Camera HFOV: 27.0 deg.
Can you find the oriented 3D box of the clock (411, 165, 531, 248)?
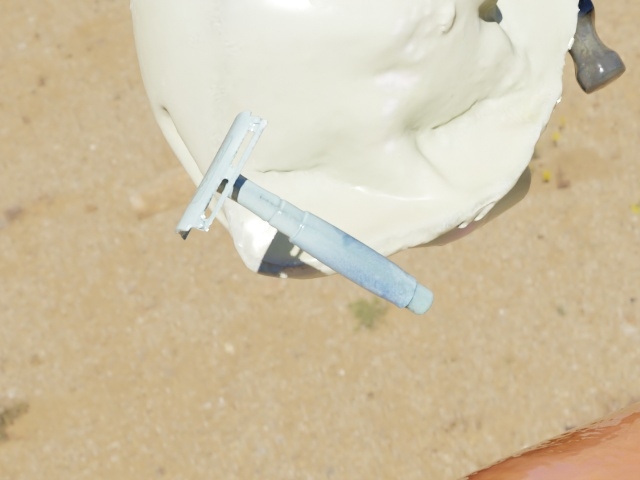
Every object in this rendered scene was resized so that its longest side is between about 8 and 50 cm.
[{"bbox_3d":[0.036,-0.151,1.197,0.108,0.324,0.265,-28,15,-32],"label":"clock"}]

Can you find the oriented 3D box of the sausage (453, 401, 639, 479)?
[{"bbox_3d":[0.105,0.139,0.569,0.259,0.114,0.113,-15,27,-37],"label":"sausage"}]

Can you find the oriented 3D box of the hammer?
[{"bbox_3d":[0.162,-0.144,1.241,0.044,0.168,0.440,-26,-10,-12],"label":"hammer"}]

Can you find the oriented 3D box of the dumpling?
[{"bbox_3d":[0.025,-0.177,0.909,0.315,0.395,0.233,-9,-10,-22],"label":"dumpling"}]

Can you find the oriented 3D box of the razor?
[{"bbox_3d":[0.000,0.000,0.663,0.068,0.135,0.040,-63,20,-14],"label":"razor"}]
